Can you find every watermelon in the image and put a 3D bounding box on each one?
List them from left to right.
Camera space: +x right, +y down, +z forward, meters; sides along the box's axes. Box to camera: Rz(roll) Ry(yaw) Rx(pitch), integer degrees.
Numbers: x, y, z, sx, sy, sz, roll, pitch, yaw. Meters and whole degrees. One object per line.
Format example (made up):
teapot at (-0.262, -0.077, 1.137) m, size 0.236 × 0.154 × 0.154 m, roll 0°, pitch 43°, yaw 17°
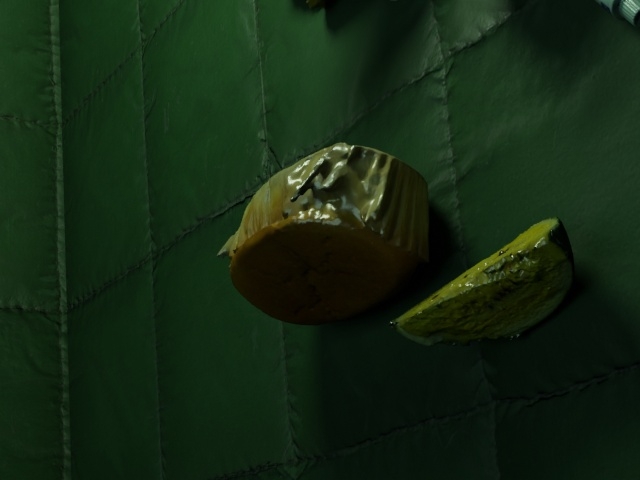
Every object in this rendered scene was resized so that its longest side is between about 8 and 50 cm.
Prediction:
watermelon at (0.218, 0.055, 1.380) m, size 0.301 × 0.129 × 0.123 m, roll -35°, pitch 59°, yaw 42°

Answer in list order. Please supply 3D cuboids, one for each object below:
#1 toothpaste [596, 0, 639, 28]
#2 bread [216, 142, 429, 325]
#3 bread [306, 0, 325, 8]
toothpaste at (0.330, -0.352, 1.364) m, size 0.074 × 0.048 × 0.296 m, roll -61°, pitch 36°, yaw 30°
bread at (0.012, 0.004, 1.630) m, size 0.389 × 0.236 × 0.183 m, roll -34°, pitch 40°, yaw 58°
bread at (-0.044, -0.579, 1.790) m, size 0.361 × 0.245 × 0.233 m, roll -62°, pitch 40°, yaw 23°
